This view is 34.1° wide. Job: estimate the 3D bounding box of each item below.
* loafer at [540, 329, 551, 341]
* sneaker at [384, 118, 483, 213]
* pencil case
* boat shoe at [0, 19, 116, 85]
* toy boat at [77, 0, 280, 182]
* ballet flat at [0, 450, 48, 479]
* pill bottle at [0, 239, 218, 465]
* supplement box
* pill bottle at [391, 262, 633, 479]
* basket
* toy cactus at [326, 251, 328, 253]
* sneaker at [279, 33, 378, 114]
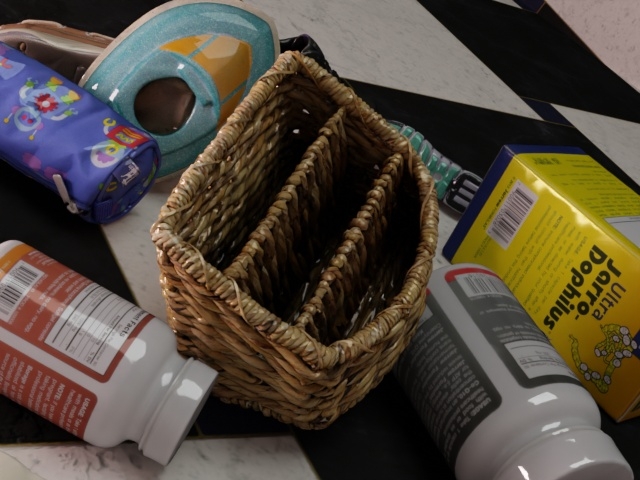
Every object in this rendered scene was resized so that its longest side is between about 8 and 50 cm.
[{"bbox_3d":[0.248,0.175,1.218,0.080,0.078,0.220,20,28,-14],"label":"loafer"},{"bbox_3d":[0.170,-0.111,1.666,0.224,0.083,0.098,37,8,8],"label":"sneaker"},{"bbox_3d":[-0.328,-0.131,1.178,0.306,0.119,0.133,32,50,7],"label":"pencil case"},{"bbox_3d":[-0.278,-0.216,1.371,0.324,0.123,0.116,18,27,-21],"label":"boat shoe"},{"bbox_3d":[-0.123,-0.139,1.277,0.318,0.267,0.148,49,1,-20],"label":"toy boat"},{"bbox_3d":[-0.167,0.225,0.674,0.400,0.139,0.139,27,27,-3],"label":"ballet flat"},{"bbox_3d":[-0.202,0.100,0.893,0.216,0.121,0.121,29,27,2],"label":"pill bottle"},{"bbox_3d":[0.377,0.046,1.431,0.194,0.195,0.356,-3,40,-44],"label":"supplement box"},{"bbox_3d":[0.186,0.169,1.083,0.161,0.161,0.283,9,33,-32],"label":"pill bottle"},{"bbox_3d":[0.000,0.000,1.006,0.213,0.223,0.299,18,48,17],"label":"basket"},{"bbox_3d":[0.040,-0.028,1.373,0.180,0.112,0.219,30,34,25],"label":"toy cactus"},{"bbox_3d":[-0.012,-0.259,1.674,0.283,0.124,0.107,11,32,-30],"label":"sneaker"}]
